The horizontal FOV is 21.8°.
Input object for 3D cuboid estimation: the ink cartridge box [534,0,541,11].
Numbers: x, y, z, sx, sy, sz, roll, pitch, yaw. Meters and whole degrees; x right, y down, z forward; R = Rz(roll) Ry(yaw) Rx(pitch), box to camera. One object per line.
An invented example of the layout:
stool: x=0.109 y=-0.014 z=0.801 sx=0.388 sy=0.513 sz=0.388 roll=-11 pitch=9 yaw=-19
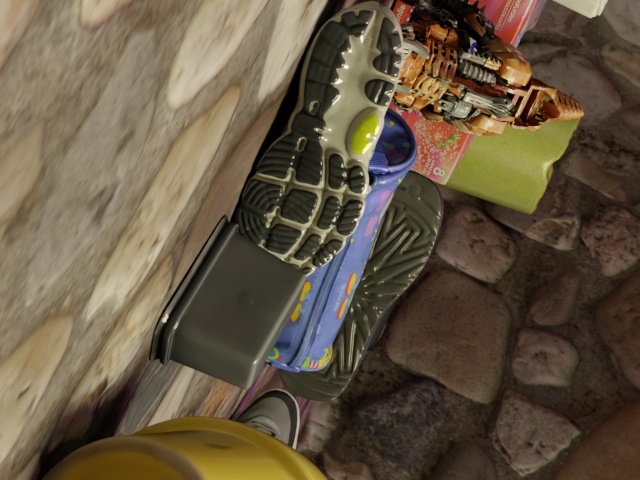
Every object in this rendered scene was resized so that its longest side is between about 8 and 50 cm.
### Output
ink cartridge box: x=0.305 y=-0.432 z=2.516 sx=0.211 sy=0.122 sz=0.289 roll=-65 pitch=174 yaw=13

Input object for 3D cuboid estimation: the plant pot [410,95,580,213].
plant pot: x=0.259 y=-0.174 z=2.599 sx=0.276 sy=0.254 sz=0.276 roll=-63 pitch=174 yaw=-11

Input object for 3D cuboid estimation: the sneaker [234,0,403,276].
sneaker: x=0.007 y=-0.088 z=1.516 sx=0.110 sy=0.107 sz=0.275 roll=-81 pitch=-164 yaw=-77

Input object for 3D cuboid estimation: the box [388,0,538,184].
box: x=0.155 y=-0.239 z=1.926 sx=0.300 sy=0.142 sz=0.154 roll=-66 pitch=174 yaw=26

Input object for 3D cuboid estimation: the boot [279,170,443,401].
boot: x=0.082 y=0.045 z=2.527 sx=0.367 sy=0.146 sz=0.445 roll=-58 pitch=173 yaw=10

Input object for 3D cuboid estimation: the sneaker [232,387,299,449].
sneaker: x=-0.094 y=0.286 z=2.239 sx=0.268 sy=0.101 sz=0.153 roll=-56 pitch=174 yaw=-36

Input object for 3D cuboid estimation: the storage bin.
storage bin: x=-0.078 y=0.065 z=1.457 sx=0.135 sy=0.091 sz=0.098 roll=-59 pitch=173 yaw=-32

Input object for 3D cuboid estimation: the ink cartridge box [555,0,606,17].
ink cartridge box: x=0.150 y=-0.289 z=1.252 sx=0.160 sy=0.219 sz=0.092 roll=-64 pitch=175 yaw=-1

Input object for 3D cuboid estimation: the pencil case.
pencil case: x=0.000 y=0.000 z=1.703 sx=0.133 sy=0.119 sz=0.306 roll=-97 pitch=-156 yaw=-53

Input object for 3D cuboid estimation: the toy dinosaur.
toy dinosaur: x=0.143 y=-0.163 z=1.706 sx=0.164 sy=0.218 sz=0.322 roll=-49 pitch=132 yaw=1

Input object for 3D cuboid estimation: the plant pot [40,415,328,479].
plant pot: x=-0.119 y=0.253 z=1.302 sx=0.254 sy=0.254 sz=0.239 roll=-63 pitch=158 yaw=-8
